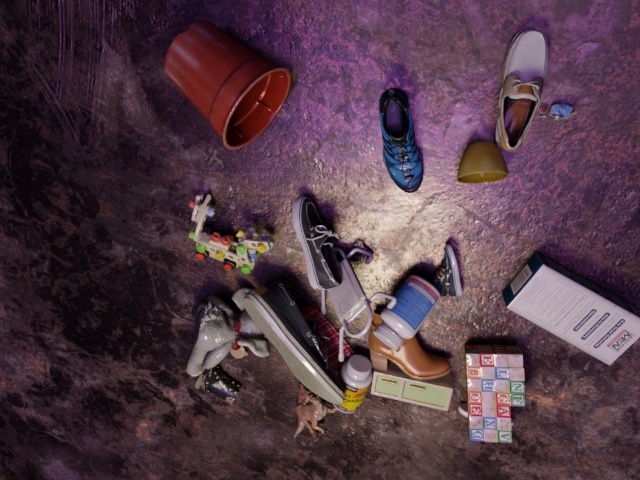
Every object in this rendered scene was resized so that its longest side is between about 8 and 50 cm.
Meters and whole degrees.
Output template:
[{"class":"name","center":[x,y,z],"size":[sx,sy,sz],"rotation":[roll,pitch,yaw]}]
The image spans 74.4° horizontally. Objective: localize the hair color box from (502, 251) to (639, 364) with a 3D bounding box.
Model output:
[{"class":"hair color box","center":[0.747,0.199,1.251],"size":[0.347,0.105,0.174],"rotation":[30,115,2]}]

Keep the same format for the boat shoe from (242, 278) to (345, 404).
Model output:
[{"class":"boat shoe","center":[-0.059,0.344,1.436],"size":[0.500,0.156,0.187],"rotation":[54,149,-4]}]

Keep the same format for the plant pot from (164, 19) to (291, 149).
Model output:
[{"class":"plant pot","center":[-0.270,-0.448,1.188],"size":[0.265,0.272,0.272],"rotation":[42,115,5]}]

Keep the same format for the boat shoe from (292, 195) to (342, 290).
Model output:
[{"class":"boat shoe","center":[-0.003,0.000,1.317],"size":[0.105,0.113,0.306],"rotation":[-18,77,36]}]

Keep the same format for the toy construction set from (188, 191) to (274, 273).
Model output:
[{"class":"toy construction set","center":[-0.321,-0.010,1.419],"size":[0.328,0.151,0.215],"rotation":[33,140,8]}]

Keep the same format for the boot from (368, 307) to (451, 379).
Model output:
[{"class":"boot","center":[0.305,0.342,1.436],"size":[0.283,0.109,0.220],"rotation":[6,109,20]}]

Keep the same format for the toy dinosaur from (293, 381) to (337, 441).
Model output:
[{"class":"toy dinosaur","center":[-0.045,0.644,1.629],"size":[0.200,0.127,0.295],"rotation":[42,127,4]}]

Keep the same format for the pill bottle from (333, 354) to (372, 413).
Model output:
[{"class":"pill bottle","center":[0.116,0.512,1.517],"size":[0.117,0.117,0.215],"rotation":[18,123,7]}]

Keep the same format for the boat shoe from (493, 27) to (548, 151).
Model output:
[{"class":"boat shoe","center":[0.520,-0.380,1.082],"size":[0.113,0.103,0.302],"rotation":[5,112,12]}]

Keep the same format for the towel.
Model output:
[{"class":"towel","center":[-0.020,0.378,1.562],"size":[0.199,0.031,0.275],"rotation":[-37,99,25]}]

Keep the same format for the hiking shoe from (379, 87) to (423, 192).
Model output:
[{"class":"hiking shoe","center":[0.217,-0.270,1.188],"size":[0.113,0.132,0.304],"rotation":[-13,107,19]}]

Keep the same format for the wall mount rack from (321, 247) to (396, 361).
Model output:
[{"class":"wall mount rack","center":[0.084,0.202,1.352],"size":[0.130,0.350,0.304],"rotation":[24,118,-34]}]

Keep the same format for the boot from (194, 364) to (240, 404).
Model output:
[{"class":"boot","center":[-0.396,0.551,1.699],"size":[0.179,0.085,0.236],"rotation":[29,122,0]}]

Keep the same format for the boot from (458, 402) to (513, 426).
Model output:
[{"class":"boot","center":[0.575,0.646,1.491],"size":[0.190,0.069,0.086],"rotation":[15,108,8]}]

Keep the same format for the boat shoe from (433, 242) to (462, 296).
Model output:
[{"class":"boat shoe","center":[0.390,0.100,1.326],"size":[0.083,0.065,0.183],"rotation":[-11,109,17]}]

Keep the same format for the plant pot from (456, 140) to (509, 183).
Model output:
[{"class":"plant pot","center":[0.445,-0.218,1.164],"size":[0.134,0.134,0.095],"rotation":[-1,84,15]}]

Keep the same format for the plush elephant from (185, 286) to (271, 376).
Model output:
[{"class":"plush elephant","center":[-0.313,0.315,1.503],"size":[0.255,0.271,0.330],"rotation":[11,146,-24]}]

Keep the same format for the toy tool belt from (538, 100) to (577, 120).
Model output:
[{"class":"toy tool belt","center":[0.619,-0.338,1.102],"size":[0.083,0.051,0.052],"rotation":[8,113,12]}]

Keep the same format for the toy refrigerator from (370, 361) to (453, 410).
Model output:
[{"class":"toy refrigerator","center":[0.320,0.509,1.490],"size":[0.270,0.094,0.102],"rotation":[10,113,11]}]

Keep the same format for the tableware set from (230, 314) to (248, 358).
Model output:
[{"class":"tableware set","center":[-0.329,0.376,1.645],"size":[0.141,0.020,0.168],"rotation":[-42,93,19]}]

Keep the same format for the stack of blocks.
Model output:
[{"class":"stack of blocks","center":[0.571,0.500,1.386],"size":[0.171,0.087,0.297],"rotation":[-3,95,15]}]

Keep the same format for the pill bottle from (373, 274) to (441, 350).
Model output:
[{"class":"pill bottle","center":[0.266,0.227,1.320],"size":[0.124,0.124,0.221],"rotation":[41,76,-4]}]
